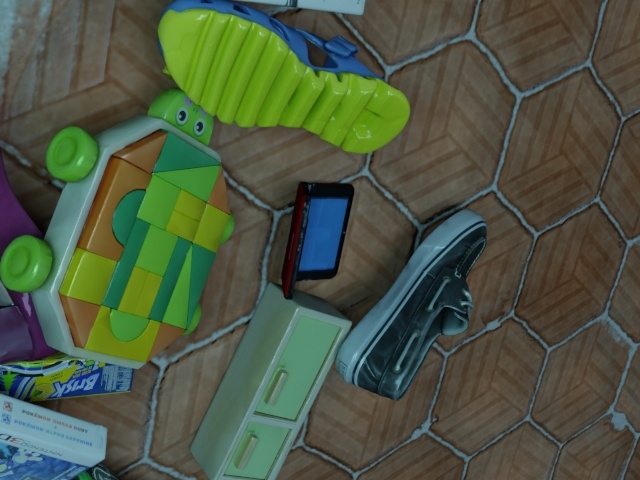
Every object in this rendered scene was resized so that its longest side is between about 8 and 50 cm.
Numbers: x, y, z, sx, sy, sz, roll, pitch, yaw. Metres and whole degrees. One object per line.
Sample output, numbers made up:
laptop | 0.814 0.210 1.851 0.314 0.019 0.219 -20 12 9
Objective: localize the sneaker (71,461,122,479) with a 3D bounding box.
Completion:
sneaker | -0.253 0.382 1.097 0.343 0.134 0.146 59 39 -29

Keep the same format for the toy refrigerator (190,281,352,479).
toy refrigerator | -0.068 0.205 1.136 0.102 0.094 0.269 21 98 -38

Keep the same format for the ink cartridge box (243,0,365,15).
ink cartridge box | -0.069 -0.302 0.879 0.203 0.148 0.086 -3 114 -31

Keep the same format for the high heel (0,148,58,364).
high heel | -0.336 -0.047 0.868 0.181 0.127 0.377 -22 122 -51

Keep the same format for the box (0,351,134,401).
box | -0.312 0.153 0.977 0.169 0.059 0.054 1 109 -33

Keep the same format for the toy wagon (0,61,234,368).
toy wagon | -0.192 -0.034 0.910 0.267 0.068 0.344 30 79 -57

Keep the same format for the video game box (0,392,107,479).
video game box | -0.377 0.241 0.918 0.205 0.048 0.187 -35 132 28

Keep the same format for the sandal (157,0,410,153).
sandal | -0.047 -0.201 0.950 0.317 0.138 0.126 17 128 -37

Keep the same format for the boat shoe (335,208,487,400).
boat shoe | 0.163 0.098 1.183 0.335 0.119 0.121 -49 153 -23

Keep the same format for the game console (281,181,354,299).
game console | 0.000 0.000 1.100 0.085 0.124 0.144 8 107 -8
